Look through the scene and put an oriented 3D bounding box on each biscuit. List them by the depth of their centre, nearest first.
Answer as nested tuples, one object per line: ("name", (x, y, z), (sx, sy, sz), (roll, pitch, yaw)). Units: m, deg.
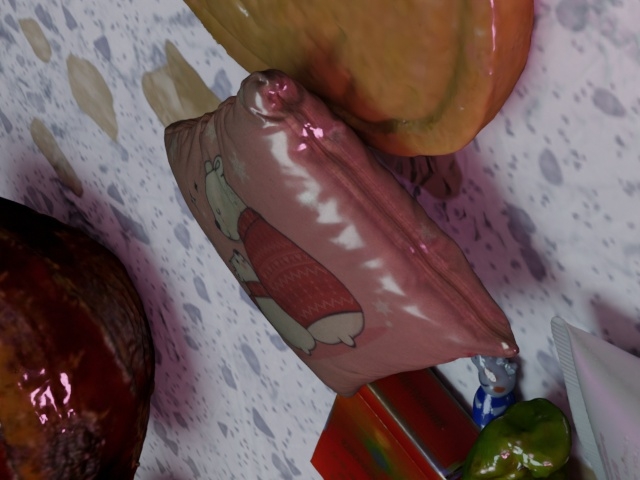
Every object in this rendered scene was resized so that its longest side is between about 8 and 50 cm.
("biscuit", (-0.031, -0.227, 0.996), (0.385, 0.062, 0.365), (40, 148, 32))

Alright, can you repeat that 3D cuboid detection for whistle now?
("whistle", (0.110, 0.102, 1.145), (0.033, 0.029, 0.083), (20, 135, 24))

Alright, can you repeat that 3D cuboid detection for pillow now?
("pillow", (0.000, 0.000, 1.097), (0.223, 0.084, 0.236), (53, 159, -8))

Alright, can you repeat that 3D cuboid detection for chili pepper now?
("chili pepper", (0.125, 0.169, 1.149), (0.204, 0.072, 0.073), (84, 163, -52))

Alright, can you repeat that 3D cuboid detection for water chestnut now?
("water chestnut", (-0.315, 0.126, 1.595), (0.350, 0.302, 0.350), (35, 143, 32))

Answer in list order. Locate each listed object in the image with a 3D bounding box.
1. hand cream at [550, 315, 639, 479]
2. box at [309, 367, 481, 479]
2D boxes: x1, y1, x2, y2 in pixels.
("hand cream", (0.249, 0.169, 0.916), (0.358, 0.118, 0.185), (32, 149, 54))
("box", (0.055, 0.152, 1.273), (0.112, 0.048, 0.175), (51, 153, 18))
